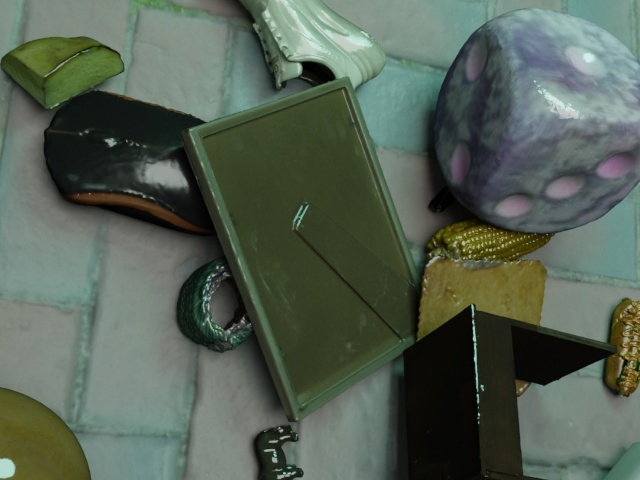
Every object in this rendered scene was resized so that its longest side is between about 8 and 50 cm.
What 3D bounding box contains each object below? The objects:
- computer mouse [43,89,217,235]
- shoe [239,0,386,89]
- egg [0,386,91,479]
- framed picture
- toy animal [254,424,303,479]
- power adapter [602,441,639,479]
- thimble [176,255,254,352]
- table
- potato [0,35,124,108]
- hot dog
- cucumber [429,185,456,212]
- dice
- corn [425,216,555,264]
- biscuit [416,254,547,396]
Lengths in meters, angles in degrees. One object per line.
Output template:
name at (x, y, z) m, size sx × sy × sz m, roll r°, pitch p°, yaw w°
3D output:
computer mouse at (-0.244, -0.115, 1.317) m, size 0.323 × 0.116 × 0.183 m, roll 15°, pitch 66°, yaw -17°
shoe at (-0.051, -0.323, 1.448) m, size 0.316 × 0.124 × 0.159 m, roll 32°, pitch 74°, yaw -12°
egg at (-0.443, 0.332, 1.016) m, size 0.374 × 0.301 × 0.301 m, roll -39°, pitch 93°, yaw -25°
framed picture at (0.000, 0.000, 1.351) m, size 0.326 × 0.028 × 0.446 m, roll -25°, pitch 99°, yaw -38°
toy animal at (-0.059, 0.342, 1.310) m, size 0.065 × 0.047 × 0.136 m, roll -7°, pitch 81°, yaw -18°
power adapter at (0.565, 0.447, 1.492) m, size 0.255 × 0.124 × 0.187 m, roll -39°, pitch 94°, yaw -26°
thimble at (-0.143, 0.090, 1.316) m, size 0.118 × 0.090 × 0.135 m, roll 37°, pitch 66°, yaw -14°
table at (0.294, 0.268, 1.329) m, size 0.282 × 0.196 × 0.251 m, roll 15°, pitch 57°, yaw -21°
potato at (-0.379, -0.276, 1.303) m, size 0.120 × 0.081 × 0.149 m, roll 39°, pitch 53°, yaw 19°
hot dog at (0.551, 0.186, 1.590) m, size 0.072 × 0.055 × 0.188 m, roll 20°, pitch 71°, yaw -15°
cucumber at (0.236, -0.092, 1.548) m, size 0.135 × 0.033 × 0.034 m, roll -48°, pitch 129°, yaw -23°
dice at (0.356, -0.190, 1.450) m, size 0.270 × 0.271 × 0.270 m, roll 6°, pitch 50°, yaw -19°
corn at (0.287, 0.000, 1.511) m, size 0.261 × 0.097 × 0.097 m, roll -17°, pitch 83°, yaw -25°
biscuit at (0.261, 0.144, 1.461) m, size 0.232 × 0.013 × 0.237 m, roll 3°, pitch 98°, yaw -21°
